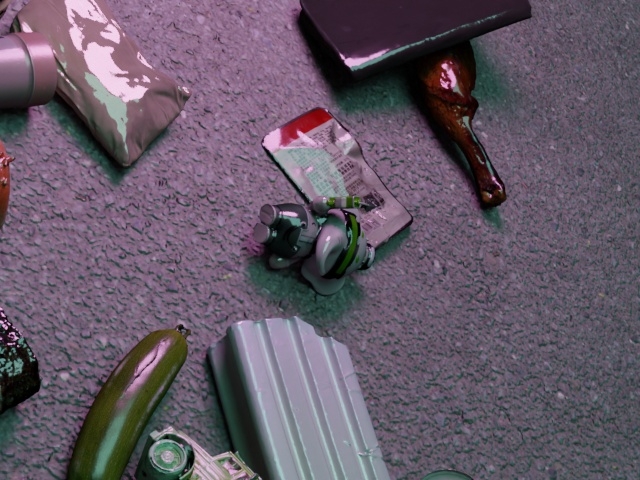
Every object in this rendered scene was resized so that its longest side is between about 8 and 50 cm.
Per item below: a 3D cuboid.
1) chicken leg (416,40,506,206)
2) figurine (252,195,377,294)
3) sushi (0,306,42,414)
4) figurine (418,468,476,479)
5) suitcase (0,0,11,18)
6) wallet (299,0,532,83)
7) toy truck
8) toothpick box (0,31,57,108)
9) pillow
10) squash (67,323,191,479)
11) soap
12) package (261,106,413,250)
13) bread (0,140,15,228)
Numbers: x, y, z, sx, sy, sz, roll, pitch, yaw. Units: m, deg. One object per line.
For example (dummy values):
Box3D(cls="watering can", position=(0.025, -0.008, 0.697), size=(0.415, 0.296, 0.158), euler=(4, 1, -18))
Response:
Box3D(cls="chicken leg", position=(0.226, -0.241, 2.137), size=(0.158, 0.096, 0.407), euler=(19, 52, -48))
Box3D(cls="figurine", position=(0.000, 0.000, 1.805), size=(0.192, 0.126, 0.147), euler=(17, 89, -34))
Box3D(cls="sushi", position=(-0.387, 0.125, 1.462), size=(0.078, 0.090, 0.150), euler=(-29, 84, -39))
Box3D(cls="figurine", position=(0.165, 0.429, 1.679), size=(0.166, 0.141, 0.250), euler=(16, 82, 13))
Box3D(cls="suitcase", position=(-0.551, -0.400, 1.610), size=(0.351, 0.194, 0.339), euler=(12, 71, -29))
Box3D(cls="wallet", position=(0.156, -0.382, 2.101), size=(0.377, 0.051, 0.197), euler=(-22, 58, -23))
Box3D(cls="toy truck", position=(-0.102, 0.325, 1.483), size=(0.259, 0.128, 0.135), euler=(41, 48, 14))
Box3D(cls="toothpick box", position=(-0.427, -0.214, 1.639), size=(0.149, 0.098, 0.098), euler=(-13, 71, -40))
Box3D(cls="pillow", position=(-0.302, -0.241, 1.769), size=(0.270, 0.067, 0.173), euler=(48, 52, -1))
Box3D(cls="squash", position=(-0.232, 0.202, 1.535), size=(0.080, 0.071, 0.318), euler=(35, 48, -14))
Box3D(cls="soap", position=(-0.025, 0.247, 1.640), size=(0.172, 0.095, 0.290), euler=(-3, 64, -36))
Box3D(cls="package", position=(0.032, -0.093, 1.939), size=(0.239, 0.030, 0.154), euler=(52, 47, 3))
Box3D(cls="bread", position=(-0.425, -0.060, 1.505), size=(0.073, 0.160, 0.160), euler=(8, 58, -38))
